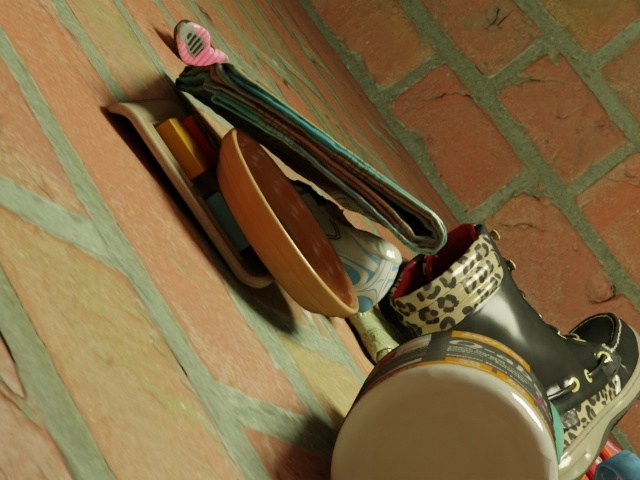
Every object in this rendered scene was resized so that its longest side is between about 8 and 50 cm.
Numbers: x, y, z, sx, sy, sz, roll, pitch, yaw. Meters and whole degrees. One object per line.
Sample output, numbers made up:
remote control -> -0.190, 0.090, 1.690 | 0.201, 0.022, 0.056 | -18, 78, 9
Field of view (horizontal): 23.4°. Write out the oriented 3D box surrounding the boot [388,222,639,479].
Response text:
boot -> 0.233, 0.105, 1.790 | 0.284, 0.138, 0.377 | 56, 38, -8

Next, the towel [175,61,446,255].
towel -> -0.022, -0.088, 1.556 | 0.271, 0.040, 0.370 | 36, -1, -12

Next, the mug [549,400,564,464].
mug -> 0.157, 0.189, 1.462 | 0.097, 0.129, 0.158 | 40, 15, -43

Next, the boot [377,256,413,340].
boot -> 0.120, 0.075, 1.922 | 0.236, 0.085, 0.178 | 45, 6, -32

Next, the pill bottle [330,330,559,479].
pill bottle -> 0.100, 0.155, 1.197 | 0.162, 0.162, 0.278 | 52, 9, 0

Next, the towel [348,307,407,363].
towel -> 0.077, 0.116, 1.681 | 0.148, 0.027, 0.110 | 42, 12, -48

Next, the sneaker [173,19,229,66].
sneaker -> -0.157, -0.241, 1.886 | 0.057, 0.047, 0.119 | 49, -1, 25

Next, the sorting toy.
sorting toy -> -0.099, -0.053, 1.415 | 0.208, 0.038, 0.193 | 52, 9, -1

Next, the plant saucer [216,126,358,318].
plant saucer -> -0.035, -0.010, 1.390 | 0.200, 0.037, 0.200 | 55, 8, -11

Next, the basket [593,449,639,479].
basket -> 0.291, 0.330, 1.241 | 0.255, 0.201, 0.289 | 57, -22, 33

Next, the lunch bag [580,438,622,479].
lunch bag -> 0.356, 0.357, 1.893 | 0.258, 0.120, 0.293 | 33, 21, -52

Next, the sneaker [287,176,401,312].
sneaker -> 0.000, 0.000, 1.635 | 0.085, 0.086, 0.237 | 33, 4, -35
